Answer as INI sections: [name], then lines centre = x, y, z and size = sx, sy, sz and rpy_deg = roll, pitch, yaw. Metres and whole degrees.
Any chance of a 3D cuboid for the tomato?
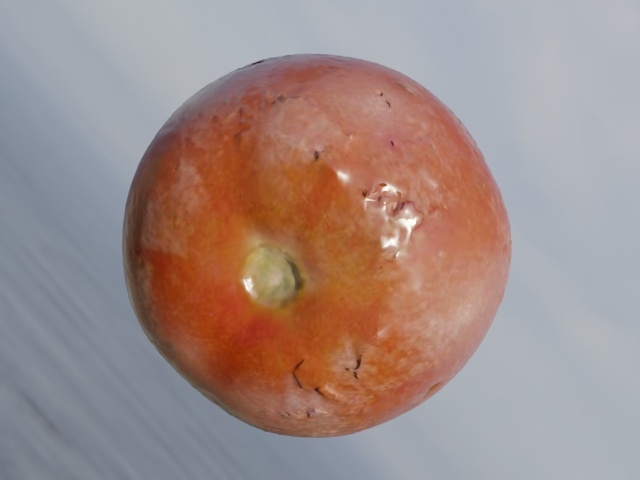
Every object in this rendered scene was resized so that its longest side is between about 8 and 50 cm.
[tomato]
centre = 0.000, 0.000, 1.039
size = 0.208, 0.208, 0.184
rpy_deg = 49, 20, 2
